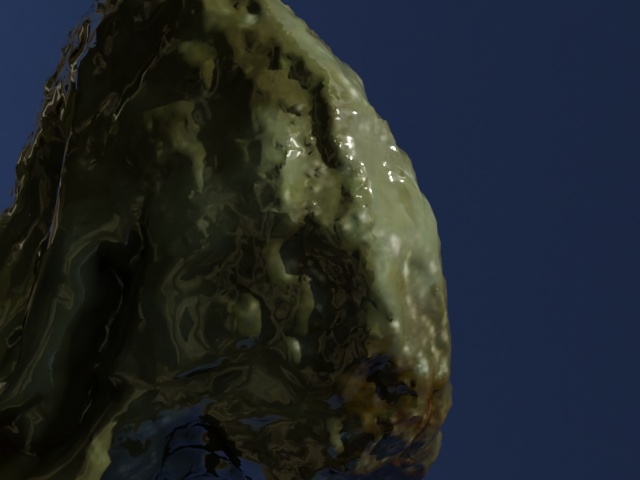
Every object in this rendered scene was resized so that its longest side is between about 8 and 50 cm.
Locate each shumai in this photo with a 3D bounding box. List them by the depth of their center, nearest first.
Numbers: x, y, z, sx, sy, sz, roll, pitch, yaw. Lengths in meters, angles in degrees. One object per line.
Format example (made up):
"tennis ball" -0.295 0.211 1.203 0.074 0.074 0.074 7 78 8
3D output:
"shumai" -0.080 0.037 0.537 0.222 0.204 0.271 33 -42 50
